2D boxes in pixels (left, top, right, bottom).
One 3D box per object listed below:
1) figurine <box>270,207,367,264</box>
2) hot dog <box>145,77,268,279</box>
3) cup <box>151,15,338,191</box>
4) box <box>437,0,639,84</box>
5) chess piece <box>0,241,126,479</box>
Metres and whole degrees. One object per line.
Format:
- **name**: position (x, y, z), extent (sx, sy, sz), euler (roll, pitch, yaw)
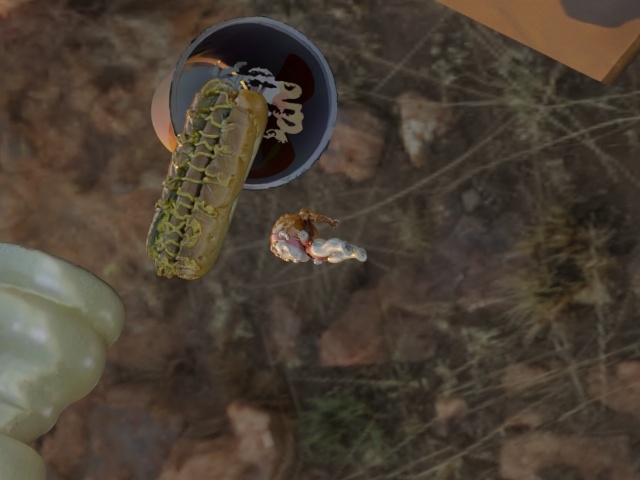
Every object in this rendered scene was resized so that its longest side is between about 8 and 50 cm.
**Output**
- **figurine**: position (0.000, 0.000, 1.119), extent (0.109, 0.064, 0.047), euler (12, 81, 53)
- **hot dog**: position (-0.093, -0.046, 1.060), extent (0.071, 0.045, 0.165), euler (26, 99, 32)
- **cup**: position (-0.114, -0.161, 1.624), extent (0.288, 0.203, 0.203), euler (-168, 72, -71)
- **box**: position (0.154, -0.256, 0.977), extent (0.252, 0.188, 0.153), euler (27, 78, 2)
- **chess piece**: position (-0.282, 0.162, 1.075), extent (0.167, 0.167, 0.299), euler (-11, 51, 42)
